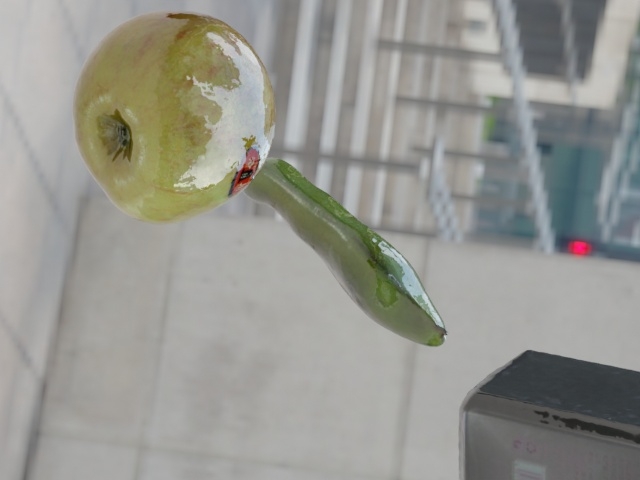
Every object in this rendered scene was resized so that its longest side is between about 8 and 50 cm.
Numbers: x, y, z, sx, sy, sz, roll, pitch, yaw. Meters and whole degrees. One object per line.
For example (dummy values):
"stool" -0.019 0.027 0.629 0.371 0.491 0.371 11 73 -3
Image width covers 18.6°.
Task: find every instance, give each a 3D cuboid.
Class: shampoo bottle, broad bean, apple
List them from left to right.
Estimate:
"apple" -0.059 -0.049 0.775 0.071 0.084 0.084 -29 131 -53
"broad bean" 0.007 -0.005 1.733 0.067 0.325 0.075 -13 131 -39
"shampoo bottle" 0.187 0.117 0.916 0.079 0.246 0.080 -28 122 -51
